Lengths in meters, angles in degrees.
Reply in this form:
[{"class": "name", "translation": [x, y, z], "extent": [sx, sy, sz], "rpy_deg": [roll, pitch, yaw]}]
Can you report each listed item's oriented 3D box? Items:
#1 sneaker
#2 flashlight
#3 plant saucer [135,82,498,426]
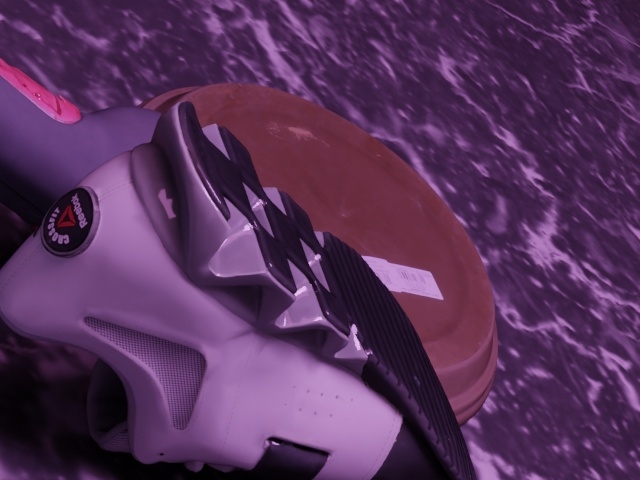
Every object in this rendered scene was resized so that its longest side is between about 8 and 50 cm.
[{"class": "sneaker", "translation": [-0.036, 0.067, 0.963], "extent": [0.330, 0.146, 0.122], "rpy_deg": [46, 17, -42]}, {"class": "flashlight", "translation": [-0.150, -0.071, 0.924], "extent": [0.103, 0.103, 0.304], "rpy_deg": [34, -7, 45]}, {"class": "plant saucer", "translation": [0.000, 0.000, 1.151], "extent": [0.278, 0.041, 0.278], "rpy_deg": [28, 32, -19]}]
